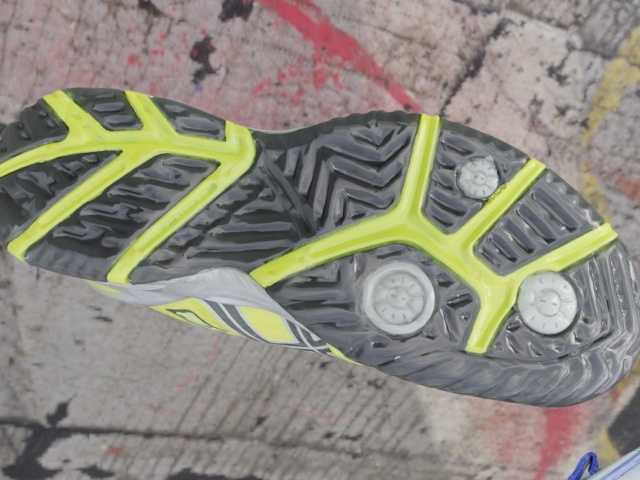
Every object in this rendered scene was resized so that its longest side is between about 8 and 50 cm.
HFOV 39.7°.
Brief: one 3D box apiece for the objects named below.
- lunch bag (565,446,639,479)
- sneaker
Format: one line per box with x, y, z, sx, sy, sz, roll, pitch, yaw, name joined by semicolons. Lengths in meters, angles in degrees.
0.210;0.274;0.580;0.303;0.243;0.115;-24;143;-25;lunch bag
0.000;0.000;0.539;0.384;0.145;0.147;17;170;11;sneaker
